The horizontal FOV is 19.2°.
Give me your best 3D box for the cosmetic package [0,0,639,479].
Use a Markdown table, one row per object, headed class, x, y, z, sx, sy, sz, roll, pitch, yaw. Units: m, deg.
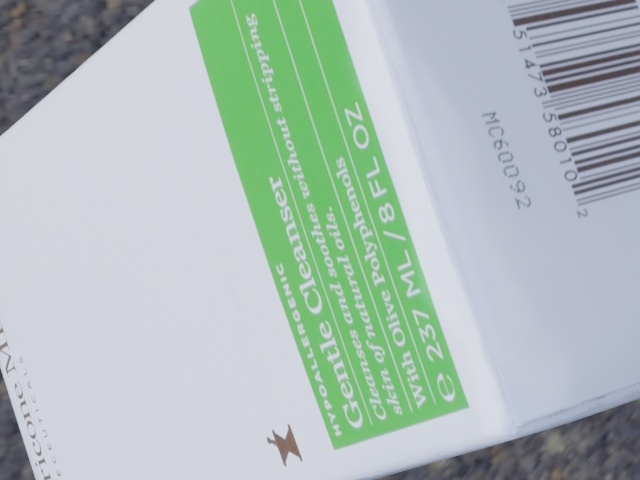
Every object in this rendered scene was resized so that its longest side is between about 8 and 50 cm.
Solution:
| class | x | y | z | sx | sy | sz | roll | pitch | yaw |
| --- | --- | --- | --- | --- | --- | --- | --- | --- | --- |
| cosmetic package | 0.000 | 0.000 | 0.755 | 0.365 | 0.155 | 0.197 | -29 | 78 | 56 |
